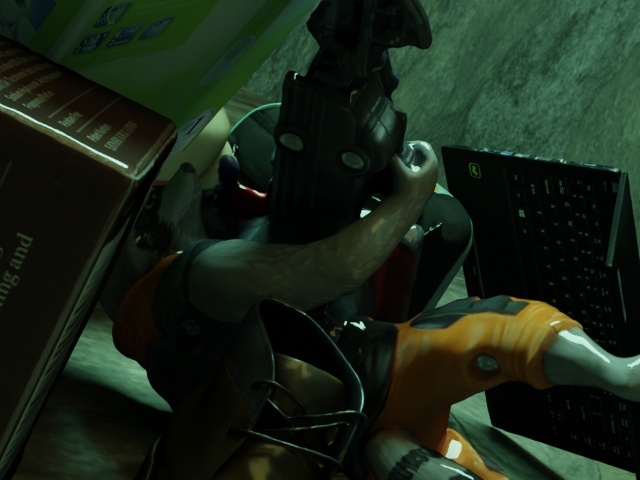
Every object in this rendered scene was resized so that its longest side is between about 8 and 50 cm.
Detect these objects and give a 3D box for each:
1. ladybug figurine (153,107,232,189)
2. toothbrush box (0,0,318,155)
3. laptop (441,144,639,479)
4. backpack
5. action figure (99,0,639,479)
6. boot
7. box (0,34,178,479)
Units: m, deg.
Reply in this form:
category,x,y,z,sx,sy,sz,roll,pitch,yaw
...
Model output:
category,x,y,z,sx,sy,sz,roll,pitch,yaw
ladybug figurine,-0.268,-0.115,0.997,0.449,0.162,0.305,24,9,-14
toothbrush box,-0.093,-0.141,0.745,0.206,0.283,0.122,-25,75,-49
laptop,0.149,0.077,1.048,0.136,0.234,0.264,-25,24,-34
backpack,0.000,0.000,1.110,0.188,0.166,0.144,35,10,30
action figure,0.017,0.037,0.778,0.330,0.341,0.178,23,47,24
boot,-0.030,0.094,0.650,0.082,0.106,0.219,24,8,-15
box,-0.181,-0.006,0.580,0.203,0.168,0.167,27,9,-5
